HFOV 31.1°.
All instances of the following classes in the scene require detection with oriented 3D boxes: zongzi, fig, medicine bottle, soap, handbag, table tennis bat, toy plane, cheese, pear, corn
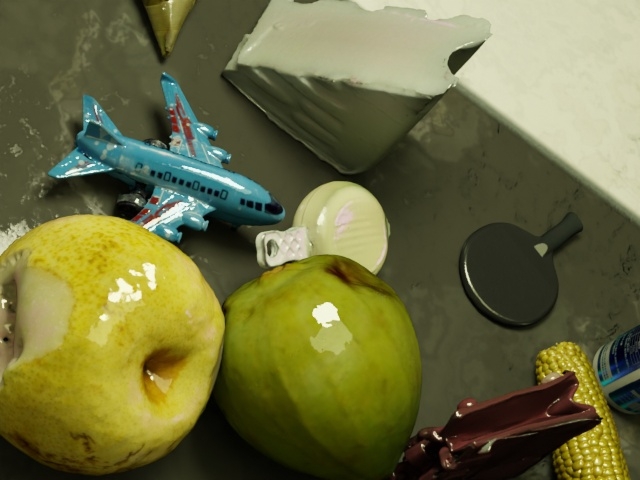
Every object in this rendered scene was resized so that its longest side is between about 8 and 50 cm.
[{"bbox_3d":[-0.170,-0.338,1.522,0.160,0.078,0.176,-20,86,-33],"label":"zongzi"},{"bbox_3d":[0.003,0.152,1.265,0.239,0.239,0.271,-34,100,-35],"label":"fig"},{"bbox_3d":[0.454,0.153,1.513,0.107,0.191,0.107,12,61,-22],"label":"medicine bottle"},{"bbox_3d":[0.032,-0.241,1.444,0.258,0.302,0.159,41,62,-3],"label":"soap"},{"bbox_3d":[0.191,0.234,1.336,0.216,0.203,0.074,-9,62,-31],"label":"handbag"},{"bbox_3d":[0.287,0.027,1.595,0.236,0.027,0.150,-34,83,-34],"label":"table tennis bat"},{"bbox_3d":[-0.173,-0.072,1.363,0.271,0.105,0.254,25,58,-15],"label":"toy plane"},{"bbox_3d":[0.000,0.000,1.391,0.227,0.064,0.137,-11,94,-53],"label":"cheese"},{"bbox_3d":[-0.234,0.101,1.157,0.271,0.271,0.271,12,61,-22],"label":"pear"},{"bbox_3d":[0.335,0.257,1.465,0.091,0.091,0.260,2,63,-29],"label":"corn"}]
